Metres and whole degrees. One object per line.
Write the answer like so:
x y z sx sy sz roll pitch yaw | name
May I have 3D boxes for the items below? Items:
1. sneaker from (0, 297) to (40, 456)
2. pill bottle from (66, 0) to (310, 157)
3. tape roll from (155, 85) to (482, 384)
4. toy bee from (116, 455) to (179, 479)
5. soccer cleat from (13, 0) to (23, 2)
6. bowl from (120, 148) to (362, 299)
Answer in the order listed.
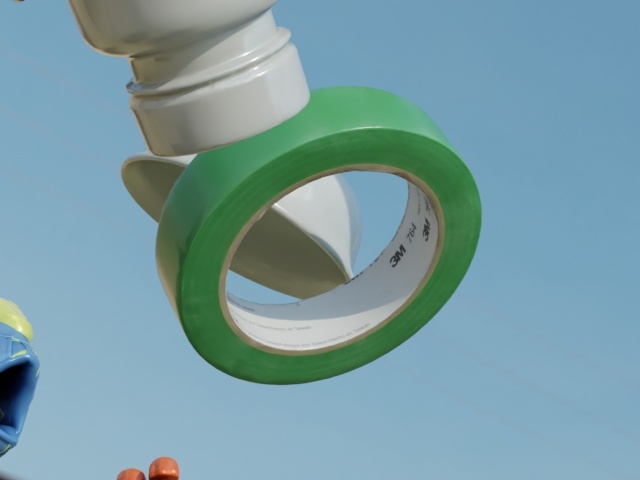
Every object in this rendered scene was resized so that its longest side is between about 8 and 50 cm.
-0.311 0.151 1.332 0.091 0.240 0.126 41 -4 -36 | sneaker
-0.088 -0.171 0.964 0.131 0.131 0.229 -4 -67 39 | pill bottle
0.000 0.000 1.670 0.321 0.077 0.321 -15 -47 -17 | tape roll
-0.122 0.214 1.037 0.195 0.162 0.298 -15 -19 2 | toy bee
-0.212 -0.281 1.269 0.121 0.093 0.289 31 -41 -23 | soccer cleat
-0.065 -0.060 1.907 0.298 0.134 0.298 27 -18 9 | bowl
